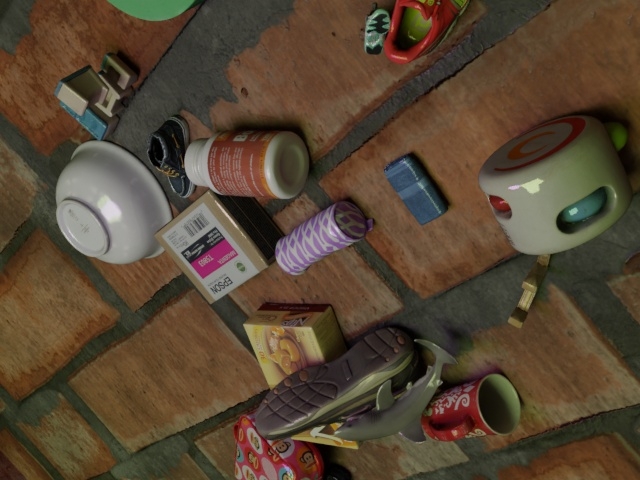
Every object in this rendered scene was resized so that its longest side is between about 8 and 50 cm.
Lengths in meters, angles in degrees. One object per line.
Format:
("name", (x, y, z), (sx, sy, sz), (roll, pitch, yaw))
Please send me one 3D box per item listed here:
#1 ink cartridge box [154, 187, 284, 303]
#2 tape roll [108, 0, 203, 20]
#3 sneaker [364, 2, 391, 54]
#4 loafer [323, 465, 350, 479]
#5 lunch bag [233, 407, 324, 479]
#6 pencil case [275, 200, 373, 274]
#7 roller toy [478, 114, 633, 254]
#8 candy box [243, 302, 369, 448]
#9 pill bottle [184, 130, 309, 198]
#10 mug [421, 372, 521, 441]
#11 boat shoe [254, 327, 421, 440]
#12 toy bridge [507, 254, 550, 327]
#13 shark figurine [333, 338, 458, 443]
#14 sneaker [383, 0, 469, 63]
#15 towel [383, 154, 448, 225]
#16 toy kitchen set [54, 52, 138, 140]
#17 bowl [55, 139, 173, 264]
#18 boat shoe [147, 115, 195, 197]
("ink cartridge box", (-0.202, 0.001, 1.815), (0.193, 0.088, 0.234), (51, 136, -5))
("tape roll", (-0.297, -0.532, 1.492), (0.321, 0.077, 0.321), (20, 132, 24))
("sneaker", (0.084, -0.337, 1.363), (0.038, 0.069, 0.098), (5, 154, -7))
("loafer", (0.023, 0.627, 2.124), (0.076, 0.078, 0.223), (24, 133, 21))
("lunch bag", (-0.117, 0.525, 2.101), (0.258, 0.120, 0.293), (43, 140, 31))
("pencil case", (0.000, 0.000, 1.667), (0.088, 0.086, 0.206), (23, 147, -28))
("roller toy", (0.334, -0.074, 1.277), (0.209, 0.191, 0.146), (-15, 113, 42))
("candy box", (-0.021, 0.286, 1.893), (0.182, 0.087, 0.317), (0, 121, 37))
("pill bottle", (-0.139, -0.140, 1.635), (0.216, 0.121, 0.121), (5, 124, 34))
("mug", (0.261, 0.318, 1.674), (0.169, 0.150, 0.113), (-26, 65, 50))
("boat shoe", (0.042, 0.308, 1.743), (0.355, 0.132, 0.130), (-28, 124, 12))
("toy bridge", (0.350, 0.058, 1.458), (0.026, 0.063, 0.188), (26, 135, 19))
("shark figurine", (0.178, 0.310, 1.665), (0.278, 0.166, 0.116), (-46, 46, 17))
("sneaker", (0.167, -0.355, 1.243), (0.107, 0.118, 0.279), (34, 136, 11))
("towel", (0.162, -0.087, 1.516), (0.067, 0.029, 0.119), (-26, 103, 46))
("toy kitchen set", (-0.475, -0.277, 1.752), (0.122, 0.166, 0.207), (43, 137, 2))
("bowl", (-0.474, -0.057, 1.943), (0.297, 0.134, 0.298), (19, 131, 24))
("boat shoe", (-0.300, -0.151, 1.775), (0.065, 0.083, 0.183), (19, 131, 25))
